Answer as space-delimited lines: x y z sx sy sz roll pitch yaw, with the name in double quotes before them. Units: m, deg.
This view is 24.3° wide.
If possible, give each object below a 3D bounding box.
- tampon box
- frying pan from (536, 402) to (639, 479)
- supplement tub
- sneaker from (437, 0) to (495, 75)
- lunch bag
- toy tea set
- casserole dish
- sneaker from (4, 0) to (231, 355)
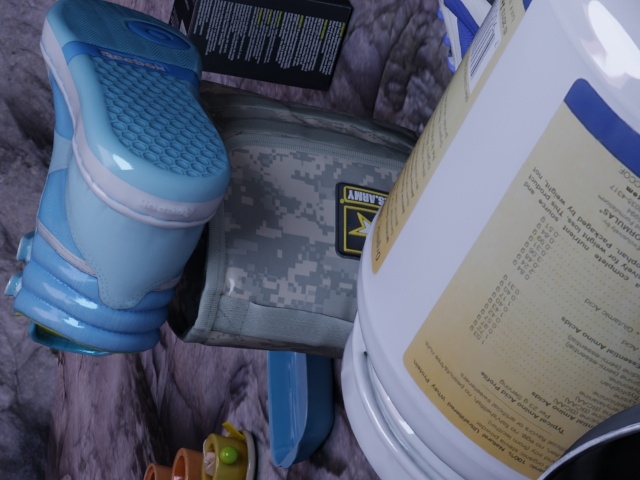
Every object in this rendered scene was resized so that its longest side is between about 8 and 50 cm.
"tampon box" -0.066 -0.236 1.566 0.120 0.161 0.101 -109 32 -57
"frying pan" 0.209 0.166 0.668 0.197 0.326 0.053 -12 43 24
"supplement tub" 0.151 -0.004 0.709 0.316 0.228 0.228 118 154 -45
"sneaker" 0.103 -0.167 0.927 0.315 0.127 0.182 48 161 7
"lunch bag" 0.000 0.000 1.146 0.287 0.235 0.169 -119 44 -62
"toy tea set" -0.178 0.323 1.713 0.336 0.124 0.200 142 133 -64
"casserole dish" -0.019 0.135 1.463 0.114 0.037 0.188 123 149 -51
"sneaker" -0.166 -0.041 1.086 0.319 0.127 0.208 -109 38 -58
